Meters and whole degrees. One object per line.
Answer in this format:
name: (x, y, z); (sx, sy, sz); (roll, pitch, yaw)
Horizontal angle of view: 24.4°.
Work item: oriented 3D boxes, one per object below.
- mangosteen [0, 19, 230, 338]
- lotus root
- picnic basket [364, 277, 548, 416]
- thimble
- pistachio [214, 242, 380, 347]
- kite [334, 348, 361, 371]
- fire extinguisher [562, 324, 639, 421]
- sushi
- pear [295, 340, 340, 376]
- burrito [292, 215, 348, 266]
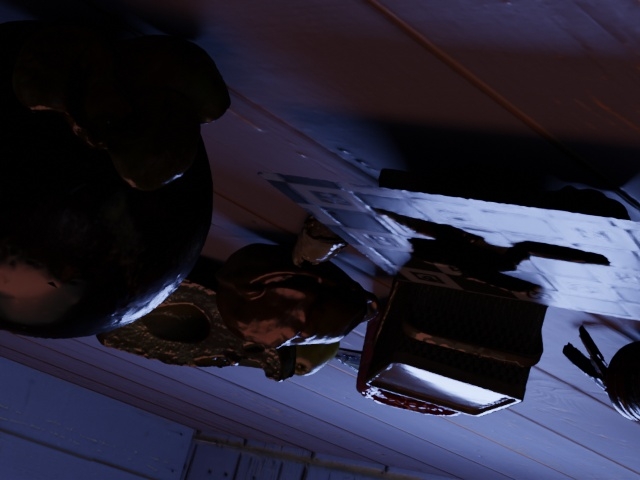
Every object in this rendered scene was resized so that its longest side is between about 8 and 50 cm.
mangosteen: (-0.217, -0.059, 1.232); (0.288, 0.288, 0.288); (15, 167, 4)
lotus root: (-0.183, 0.099, 2.120); (0.314, 0.142, 0.210); (11, -170, -9)
picnic basket: (0.158, 0.114, 1.742); (0.165, 0.139, 0.266); (17, 167, -3)
thimble: (0.136, 0.163, 2.007); (0.163, 0.125, 0.189); (13, 166, 1)
pistachio: (-0.030, 0.073, 1.825); (0.210, 0.130, 0.165); (10, 165, -11)
kite: (0.135, 0.228, 2.517); (0.314, 0.011, 0.335); (19, 167, -14)
fire extinguisher: (0.407, 0.151, 1.730); (0.138, 0.102, 0.344); (54, 156, -13)
sushi: (0.175, -0.013, 1.375); (0.359, 0.064, 0.343); (10, 166, 28)
pear: (-0.016, 0.156, 2.211); (0.092, 0.097, 0.092); (11, 171, 2)
burrito: (0.000, 0.000, 1.677); (0.055, 0.041, 0.149); (5, 166, -13)
